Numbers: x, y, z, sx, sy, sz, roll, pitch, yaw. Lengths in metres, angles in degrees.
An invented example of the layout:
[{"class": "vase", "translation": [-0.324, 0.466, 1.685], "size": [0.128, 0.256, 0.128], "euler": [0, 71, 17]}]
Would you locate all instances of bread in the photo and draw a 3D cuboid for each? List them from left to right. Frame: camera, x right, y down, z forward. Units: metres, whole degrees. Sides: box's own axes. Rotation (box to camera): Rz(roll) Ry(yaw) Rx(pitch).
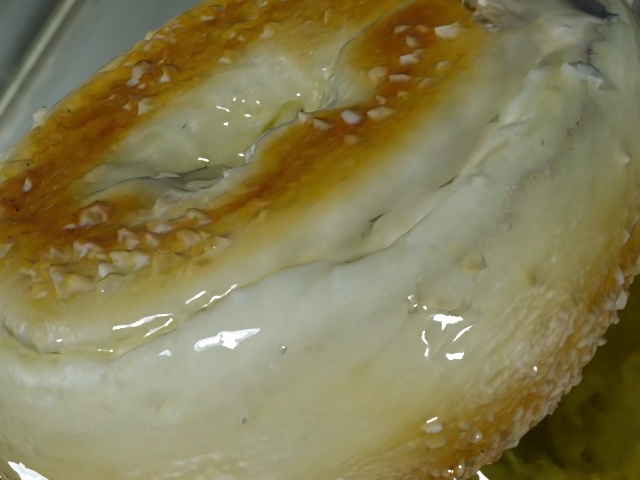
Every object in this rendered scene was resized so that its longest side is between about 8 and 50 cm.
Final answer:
[{"class": "bread", "translation": [0.000, 0.000, 0.680], "size": [0.159, 0.305, 0.305], "euler": [60, 176, -27]}]

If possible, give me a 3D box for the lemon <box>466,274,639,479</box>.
[{"class": "lemon", "translation": [0.204, 0.061, 0.888], "size": [0.316, 0.285, 0.285], "euler": [7, -169, -3]}]
